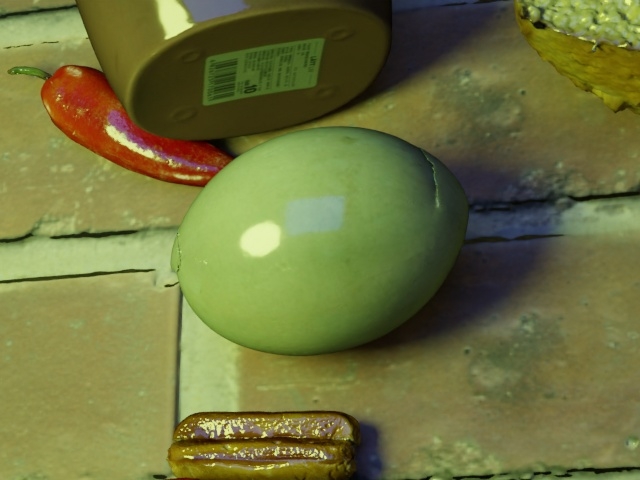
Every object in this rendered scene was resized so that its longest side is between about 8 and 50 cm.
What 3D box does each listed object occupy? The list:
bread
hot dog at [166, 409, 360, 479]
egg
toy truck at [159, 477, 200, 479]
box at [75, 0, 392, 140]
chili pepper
[{"bbox_3d":[0.331,-0.189,1.455,0.340,0.179,0.194,16,70,15],"label":"bread"},{"bbox_3d":[-0.050,0.173,1.417,0.165,0.045,0.071,-2,41,10],"label":"hot dog"},{"bbox_3d":[0.000,0.000,1.419,0.253,0.186,0.187,-14,63,6],"label":"egg"},{"bbox_3d":[-0.033,0.284,1.290,0.239,0.189,0.265,-24,75,-7],"label":"toy truck"},{"bbox_3d":[-0.080,-0.232,1.499,0.301,0.301,0.216,-15,67,4],"label":"box"},{"bbox_3d":[-0.183,-0.107,1.579,0.272,0.063,0.071,28,72,19],"label":"chili pepper"}]
